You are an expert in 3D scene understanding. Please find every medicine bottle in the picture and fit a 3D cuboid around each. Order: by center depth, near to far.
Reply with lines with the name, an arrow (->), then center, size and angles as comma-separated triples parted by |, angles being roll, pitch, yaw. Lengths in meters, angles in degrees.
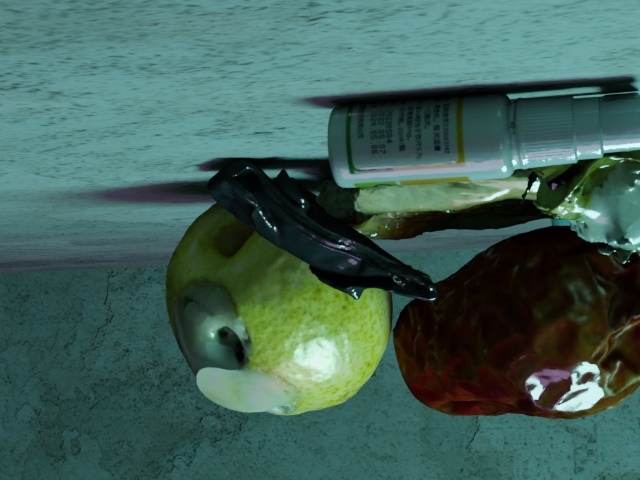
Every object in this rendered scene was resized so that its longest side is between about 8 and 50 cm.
medicine bottle -> 0.120, -0.079, 1.020 | 0.221, 0.061, 0.092 | -3, -159, 13

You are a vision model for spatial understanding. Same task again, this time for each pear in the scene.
pear -> -0.042, 0.073, 1.628 | 0.271, 0.271, 0.271 | -2, 177, 0

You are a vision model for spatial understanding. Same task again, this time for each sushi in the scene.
sushi -> 0.321, -0.029, 1.218 | 0.291, 0.131, 0.139 | 18, -179, -11

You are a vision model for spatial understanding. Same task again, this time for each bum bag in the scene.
bum bag -> 0.000, 0.000, 1.397 | 0.248, 0.060, 0.123 | 34, 165, -5

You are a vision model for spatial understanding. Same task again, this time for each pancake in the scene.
pancake -> 0.173, -0.047, 1.463 | 0.382, 0.071, 0.382 | -3, 177, 0

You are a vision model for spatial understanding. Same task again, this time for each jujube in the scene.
jujube -> 0.208, 0.102, 1.532 | 0.216, 0.216, 0.342 | -1, 169, -31

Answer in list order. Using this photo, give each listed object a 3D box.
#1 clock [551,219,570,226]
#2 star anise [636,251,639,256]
clock -> 0.454, -0.025, 1.891 | 0.274, 0.094, 0.223 | -6, 176, 19
star anise -> 0.389, -0.020, 1.596 | 0.236, 0.093, 0.229 | -31, -161, -30
